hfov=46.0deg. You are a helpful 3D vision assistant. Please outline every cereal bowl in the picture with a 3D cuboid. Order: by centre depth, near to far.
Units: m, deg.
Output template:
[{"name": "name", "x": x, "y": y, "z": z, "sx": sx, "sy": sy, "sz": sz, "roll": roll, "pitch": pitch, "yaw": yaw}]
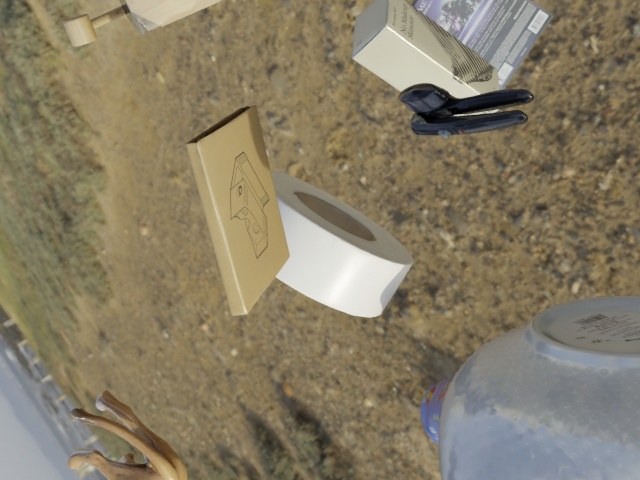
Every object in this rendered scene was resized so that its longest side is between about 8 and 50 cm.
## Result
[{"name": "cereal bowl", "x": 0.271, "y": 0.139, "z": 0.668, "sx": 0.339, "sy": 0.338, "sz": 0.141, "roll": 13, "pitch": 113, "yaw": 57}]

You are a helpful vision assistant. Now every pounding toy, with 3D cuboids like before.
[{"name": "pounding toy", "x": -0.237, "y": -0.327, "z": 0.954, "sx": 0.181, "sy": 0.206, "sz": 0.094, "roll": 49, "pitch": 163, "yaw": 58}]

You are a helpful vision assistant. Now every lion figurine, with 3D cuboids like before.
[{"name": "lion figurine", "x": -0.261, "y": 0.403, "z": 1.201, "sx": 0.240, "sy": 0.142, "sz": 0.392, "roll": 27, "pitch": 151, "yaw": 20}]

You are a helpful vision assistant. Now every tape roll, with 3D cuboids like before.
[{"name": "tape roll", "x": 0.000, "y": 0.000, "z": 1.183, "sx": 0.286, "sy": 0.100, "sz": 0.286, "roll": 29, "pitch": -166, "yaw": -8}]

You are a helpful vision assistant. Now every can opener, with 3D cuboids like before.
[{"name": "can opener", "x": 0.168, "y": -0.147, "z": 0.879, "sx": 0.186, "sy": 0.073, "sz": 0.059, "roll": 15, "pitch": 91, "yaw": 52}]

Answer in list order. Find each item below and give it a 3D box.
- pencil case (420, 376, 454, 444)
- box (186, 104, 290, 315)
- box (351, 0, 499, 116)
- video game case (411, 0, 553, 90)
[{"name": "pencil case", "x": 0.235, "y": 0.268, "z": 1.132, "sx": 0.133, "sy": 0.119, "sz": 0.306, "roll": 50, "pitch": 171, "yaw": 8}, {"name": "box", "x": -0.088, "y": -0.039, "z": 0.868, "sx": 0.021, "sy": 0.164, "sz": 0.201, "roll": -4, "pitch": 112, "yaw": 19}, {"name": "box", "x": 0.189, "y": -0.310, "z": 1.327, "sx": 0.275, "sy": 0.113, "sz": 0.094, "roll": 27, "pitch": 139, "yaw": -28}, {"name": "video game case", "x": 0.342, "y": -0.485, "z": 1.665, "sx": 0.274, "sy": 0.196, "sz": 0.026, "roll": 33, "pitch": -169, "yaw": -2}]
